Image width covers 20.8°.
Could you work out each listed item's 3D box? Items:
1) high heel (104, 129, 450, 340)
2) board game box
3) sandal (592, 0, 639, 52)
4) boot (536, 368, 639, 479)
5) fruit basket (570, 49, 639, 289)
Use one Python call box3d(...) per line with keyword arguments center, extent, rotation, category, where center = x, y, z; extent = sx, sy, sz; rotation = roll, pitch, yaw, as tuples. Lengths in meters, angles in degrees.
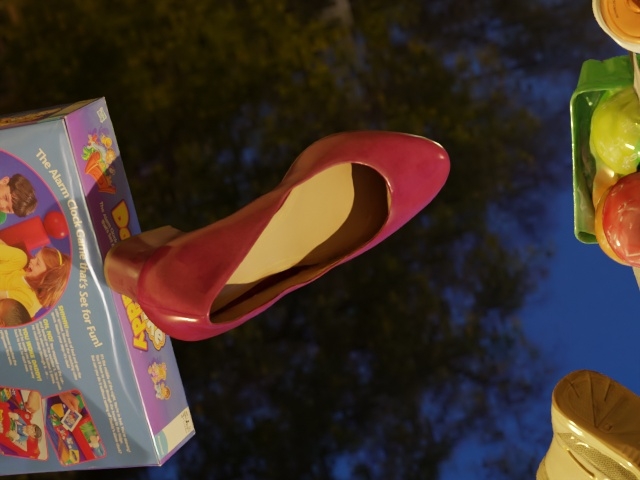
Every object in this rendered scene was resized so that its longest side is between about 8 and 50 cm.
box3d(center=(0.000, 0.000, 1.602), extent=(0.377, 0.127, 0.181), rotation=(-25, -154, -25), category="high heel")
box3d(center=(-0.279, 0.052, 1.688), extent=(0.233, 0.347, 0.078), rotation=(-7, -164, 25), category="board game box")
box3d(center=(0.381, -0.290, 1.753), extent=(0.265, 0.076, 0.102), rotation=(-36, -110, -21), category="sandal")
box3d(center=(0.339, 0.272, 1.819), extent=(0.262, 0.203, 0.095), rotation=(36, -121, 22), category="boot")
box3d(center=(0.395, -0.051, 2.058), extent=(0.165, 0.327, 0.353), rotation=(-9, -143, 0), category="fruit basket")
